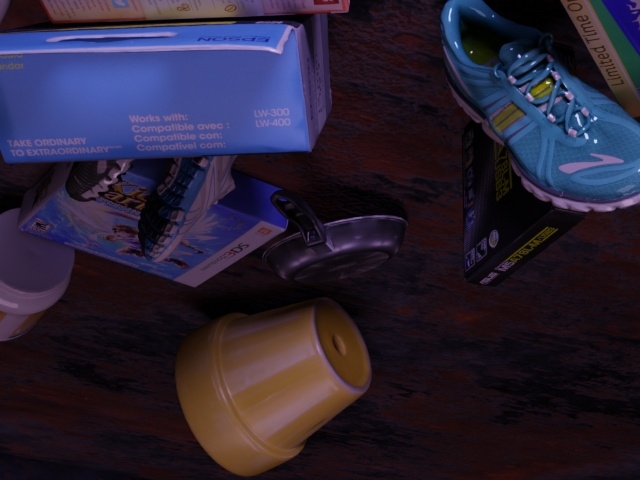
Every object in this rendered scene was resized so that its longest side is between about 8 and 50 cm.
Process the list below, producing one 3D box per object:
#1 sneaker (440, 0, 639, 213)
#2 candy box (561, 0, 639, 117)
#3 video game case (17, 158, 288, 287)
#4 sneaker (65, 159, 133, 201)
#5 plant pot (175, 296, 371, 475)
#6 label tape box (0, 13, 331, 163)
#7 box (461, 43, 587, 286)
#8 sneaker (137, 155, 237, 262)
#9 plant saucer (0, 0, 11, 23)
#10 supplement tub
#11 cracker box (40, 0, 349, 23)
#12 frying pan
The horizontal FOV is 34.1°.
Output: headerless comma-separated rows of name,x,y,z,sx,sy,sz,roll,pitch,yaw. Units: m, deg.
sneaker,0.190,-0.122,0.916,0.107,0.275,0.110,-38,141,-7
candy box,0.340,-0.239,0.779,0.317,0.122,0.268,-11,150,30
video game case,-0.217,-0.036,1.344,0.269,0.061,0.244,20,149,-29
sneaker,-0.222,-0.135,1.104,0.106,0.078,0.234,36,127,-18
plant pot,-0.059,0.210,1.646,0.239,0.254,0.254,-28,142,23
label tape box,-0.127,-0.127,0.857,0.249,0.115,0.348,-1,-163,5
box,0.201,-0.072,1.061,0.045,0.191,0.184,10,154,-14
sneaker,-0.142,-0.052,1.209,0.082,0.071,0.191,15,113,-45
plant saucer,-0.439,-0.283,0.826,0.400,0.101,0.400,3,153,1
supplement tub,-0.430,0.047,1.448,0.144,0.144,0.199,17,151,-25
cracker box,-0.091,-0.246,0.786,0.232,0.156,0.067,0,152,9
frying pan,0.029,-0.005,1.313,0.197,0.053,0.326,-11,166,-9
